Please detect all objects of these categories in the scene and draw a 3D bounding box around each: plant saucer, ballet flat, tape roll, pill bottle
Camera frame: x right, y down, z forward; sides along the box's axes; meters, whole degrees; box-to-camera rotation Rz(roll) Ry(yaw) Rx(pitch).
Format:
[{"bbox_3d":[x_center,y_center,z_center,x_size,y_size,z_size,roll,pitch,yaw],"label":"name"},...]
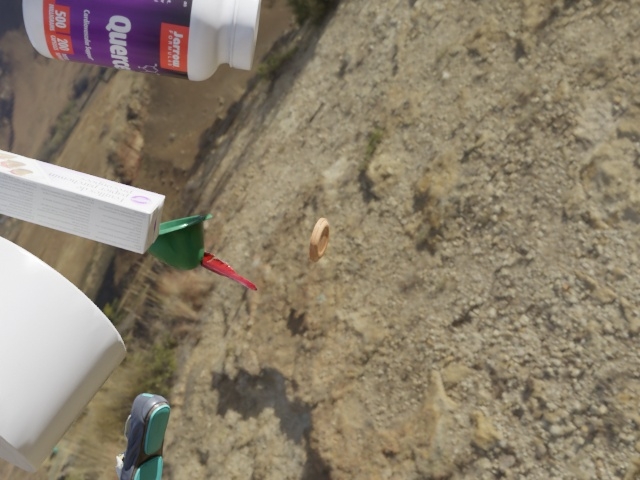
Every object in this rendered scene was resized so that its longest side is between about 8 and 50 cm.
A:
[{"bbox_3d":[0.000,0.000,1.371,0.083,0.013,0.083,14,-90,-73],"label":"plant saucer"},{"bbox_3d":[-0.282,0.330,1.159,0.074,0.074,0.203,-136,56,-65],"label":"ballet flat"},{"bbox_3d":[-0.375,0.129,0.855,0.246,0.246,0.169,-20,32,54],"label":"tape roll"},{"bbox_3d":[-0.255,-0.340,1.098,0.181,0.322,0.182,-172,90,-86],"label":"pill bottle"}]

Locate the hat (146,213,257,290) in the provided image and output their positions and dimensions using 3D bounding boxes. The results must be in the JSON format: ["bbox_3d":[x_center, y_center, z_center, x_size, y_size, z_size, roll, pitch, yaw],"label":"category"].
[{"bbox_3d":[-0.271,0.053,1.483,0.208,0.184,0.173,-11,10,18],"label":"hat"}]

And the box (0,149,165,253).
[{"bbox_3d":[-0.373,-0.064,0.979,0.063,0.324,0.067,-73,-2,-64],"label":"box"}]
